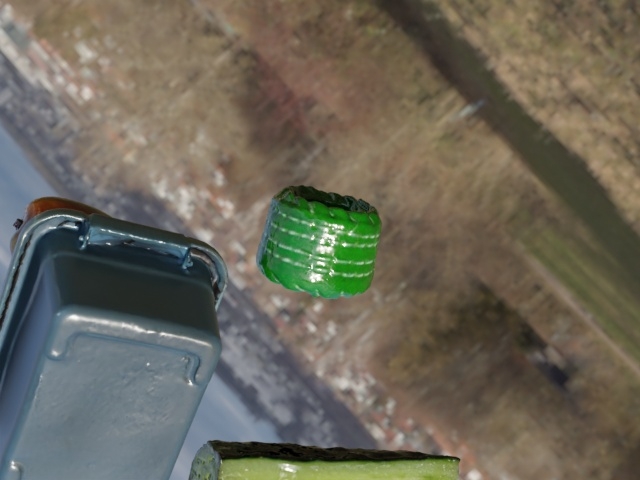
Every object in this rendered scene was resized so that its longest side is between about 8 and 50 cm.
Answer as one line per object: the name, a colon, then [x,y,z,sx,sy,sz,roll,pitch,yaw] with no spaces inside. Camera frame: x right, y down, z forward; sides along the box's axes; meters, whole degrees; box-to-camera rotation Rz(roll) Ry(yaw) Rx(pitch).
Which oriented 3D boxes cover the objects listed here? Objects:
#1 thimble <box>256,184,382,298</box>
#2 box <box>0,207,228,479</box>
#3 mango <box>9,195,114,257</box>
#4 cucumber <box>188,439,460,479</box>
thimble: [0.000,0.000,1.303,0.118,0.090,0.130,10,-168,-17]
box: [-0.074,0.047,0.457,0.074,0.099,0.054,12,-155,-23]
mango: [-0.213,0.070,1.365,0.111,0.133,0.267,-28,90,55]
cucumber: [0.004,0.198,1.075,0.211,0.078,0.062,5,-176,-24]
